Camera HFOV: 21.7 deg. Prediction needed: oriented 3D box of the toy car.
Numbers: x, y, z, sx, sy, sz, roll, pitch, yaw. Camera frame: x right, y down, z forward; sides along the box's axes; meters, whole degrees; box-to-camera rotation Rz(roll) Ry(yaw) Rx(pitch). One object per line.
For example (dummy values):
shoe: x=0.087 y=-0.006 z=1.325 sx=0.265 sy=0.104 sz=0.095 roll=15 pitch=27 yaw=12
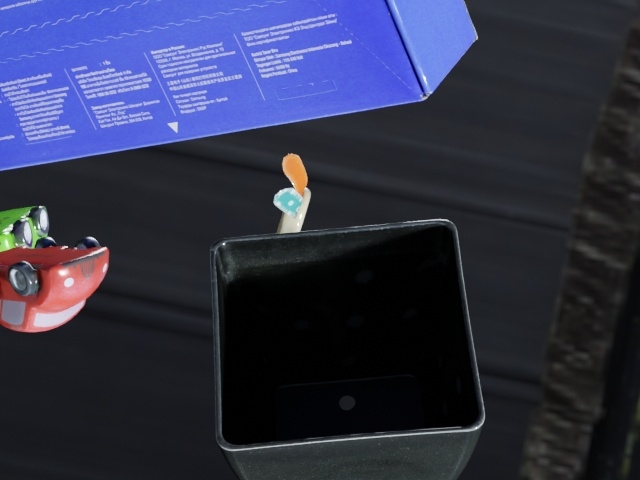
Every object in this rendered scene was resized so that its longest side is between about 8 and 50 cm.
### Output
toy car: x=-0.232 y=0.024 z=1.127 sx=0.225 sy=0.239 sz=0.053 roll=-58 pitch=139 yaw=-74

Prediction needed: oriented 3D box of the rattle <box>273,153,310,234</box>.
rattle: x=0.000 y=0.000 z=2.009 sx=0.130 sy=0.142 sz=0.200 roll=-48 pitch=163 yaw=-51

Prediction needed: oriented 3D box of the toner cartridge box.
toner cartridge box: x=-0.097 y=-0.144 z=0.975 sx=0.075 sy=0.348 sz=0.165 roll=-49 pitch=124 yaw=-46

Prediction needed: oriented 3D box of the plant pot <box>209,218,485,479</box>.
plant pot: x=0.019 y=0.113 z=1.275 sx=0.167 sy=0.187 sz=0.188 roll=85 pitch=0 yaw=-53
